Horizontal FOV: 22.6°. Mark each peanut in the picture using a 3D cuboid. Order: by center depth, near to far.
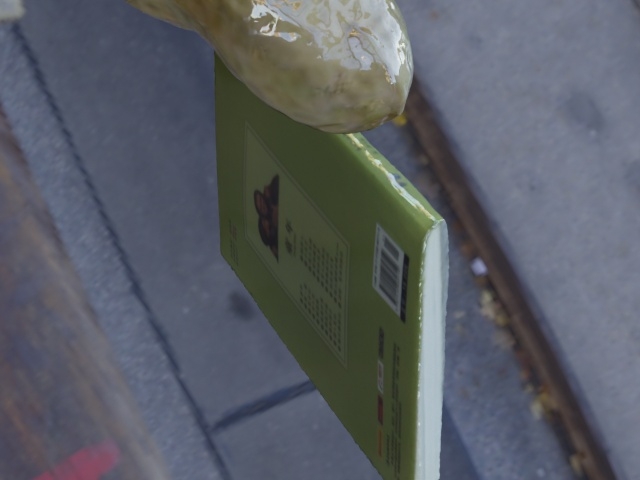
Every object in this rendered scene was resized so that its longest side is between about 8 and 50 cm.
[{"bbox_3d":[-0.055,-0.158,0.957,0.274,0.125,0.111,42,67,17],"label":"peanut"}]

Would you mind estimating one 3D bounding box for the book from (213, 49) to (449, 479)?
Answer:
[{"bbox_3d":[0.000,0.000,1.177,0.035,0.239,0.352,-15,37,-20],"label":"book"}]
